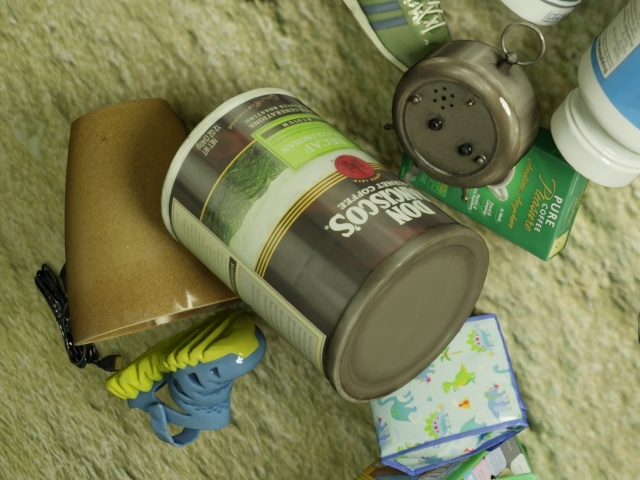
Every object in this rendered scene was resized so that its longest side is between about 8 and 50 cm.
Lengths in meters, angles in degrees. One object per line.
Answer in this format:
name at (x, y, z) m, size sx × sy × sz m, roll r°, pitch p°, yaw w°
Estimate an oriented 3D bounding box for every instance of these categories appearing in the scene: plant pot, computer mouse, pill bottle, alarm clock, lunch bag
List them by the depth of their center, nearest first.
pill bottle at (0.283, -0.141, 0.956) m, size 0.124 × 0.124 × 0.221 m, roll 49°, pitch 137°, yaw 11°
alarm clock at (0.136, -0.122, 1.078) m, size 0.129 × 0.064 × 0.192 m, roll 42°, pitch 132°, yaw 6°
lunch bag at (0.131, 0.158, 1.255) m, size 0.151 × 0.096 × 0.129 m, roll -25°, pitch 60°, yaw 22°
plant pot at (-0.202, -0.029, 1.423) m, size 0.237 × 0.237 × 0.254 m, roll -19°, pitch 84°, yaw 47°
computer mouse at (-0.316, 0.103, 1.695) m, size 0.262 × 0.060 × 0.184 m, roll -18°, pitch 99°, yaw 47°

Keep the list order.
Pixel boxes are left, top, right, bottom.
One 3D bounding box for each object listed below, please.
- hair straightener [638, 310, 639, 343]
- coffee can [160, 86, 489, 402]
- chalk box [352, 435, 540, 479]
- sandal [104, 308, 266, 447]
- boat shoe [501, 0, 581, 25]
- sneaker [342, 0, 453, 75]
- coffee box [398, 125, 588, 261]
hair straightener at (0.362, 0.050, 1.057) m, size 0.089 × 0.047 × 0.230 m, roll 57°, pitch 142°, yaw 2°
coffee can at (0.000, 0.000, 1.212) m, size 0.275 × 0.201 × 0.201 m, roll 40°, pitch 135°, yaw 31°
chalk box at (0.155, 0.292, 1.312) m, size 0.213 × 0.132 × 0.132 m, roll -16°, pitch 102°, yaw 46°
sandal at (-0.154, 0.182, 1.556) m, size 0.138 × 0.126 × 0.317 m, roll 57°, pitch 146°, yaw -3°
boat shoe at (0.121, -0.317, 1.020) m, size 0.301 × 0.108 × 0.102 m, roll 47°, pitch 136°, yaw 8°
sneaker at (0.075, -0.233, 1.138) m, size 0.192 × 0.064 × 0.086 m, roll 51°, pitch 140°, yaw 12°
coffee box at (0.166, -0.071, 1.164) m, size 0.184 × 0.040 × 0.113 m, roll 32°, pitch 131°, yaw 27°
